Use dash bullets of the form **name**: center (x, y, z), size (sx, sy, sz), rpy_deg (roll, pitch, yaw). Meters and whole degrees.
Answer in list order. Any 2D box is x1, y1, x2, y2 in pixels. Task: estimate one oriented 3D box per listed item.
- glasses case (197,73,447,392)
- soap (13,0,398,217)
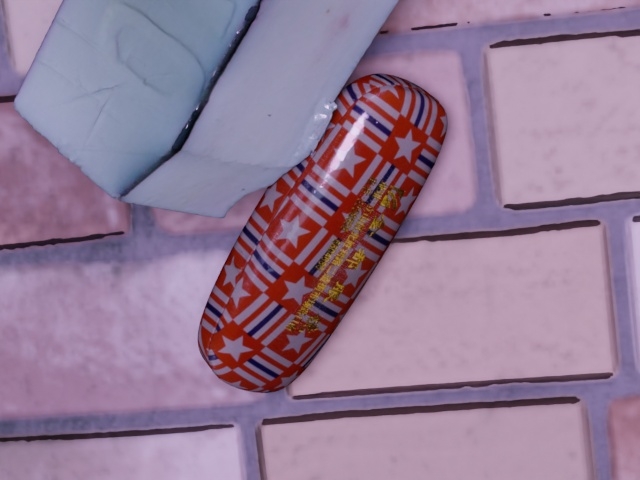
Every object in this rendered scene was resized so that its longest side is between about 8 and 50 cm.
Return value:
- **glasses case**: center (0.000, 0.000, 1.065), size (0.194, 0.073, 0.049), rpy_deg (-59, 43, 15)
- **soap**: center (-0.048, -0.131, 1.021), size (0.145, 0.091, 0.230), rpy_deg (39, 108, 34)
